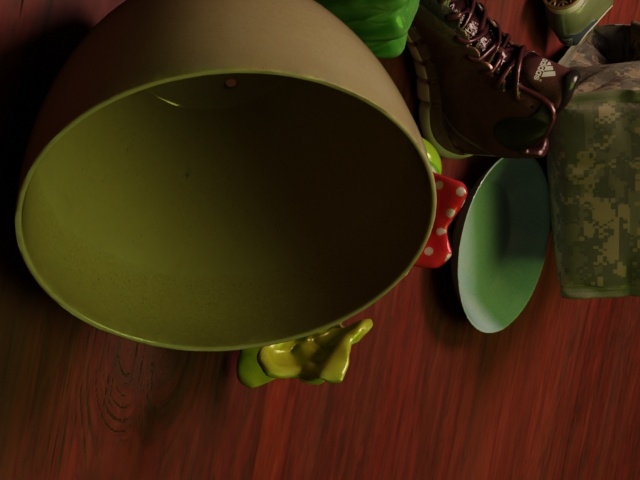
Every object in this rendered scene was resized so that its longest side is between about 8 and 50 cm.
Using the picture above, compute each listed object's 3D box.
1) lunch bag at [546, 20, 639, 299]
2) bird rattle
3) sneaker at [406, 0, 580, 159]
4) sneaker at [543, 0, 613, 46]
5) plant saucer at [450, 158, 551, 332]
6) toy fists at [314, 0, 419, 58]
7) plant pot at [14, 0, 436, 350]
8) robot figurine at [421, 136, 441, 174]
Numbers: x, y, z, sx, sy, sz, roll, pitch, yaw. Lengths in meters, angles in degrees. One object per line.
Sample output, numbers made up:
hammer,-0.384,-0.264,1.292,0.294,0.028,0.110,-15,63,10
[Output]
lunch bag,0.332,-0.094,1.750,0.287,0.169,0.235,-70,157,-66
bird rattle,0.000,0.000,1.344,0.207,0.143,0.253,43,70,-21
sneaker,0.161,-0.190,1.495,0.106,0.163,0.281,-51,138,-33
sneaker,0.296,-0.293,1.754,0.192,0.064,0.086,-58,149,-26
plant saucer,0.181,0.000,1.697,0.195,0.037,0.195,-21,117,-50
toy fists,0.012,-0.272,1.273,0.096,0.142,0.279,-41,132,-41
plant pot,-0.072,-0.082,1.144,0.284,0.284,0.191,56,20,-47
robot figurine,0.071,-0.049,1.496,0.101,0.067,0.115,45,64,-47
